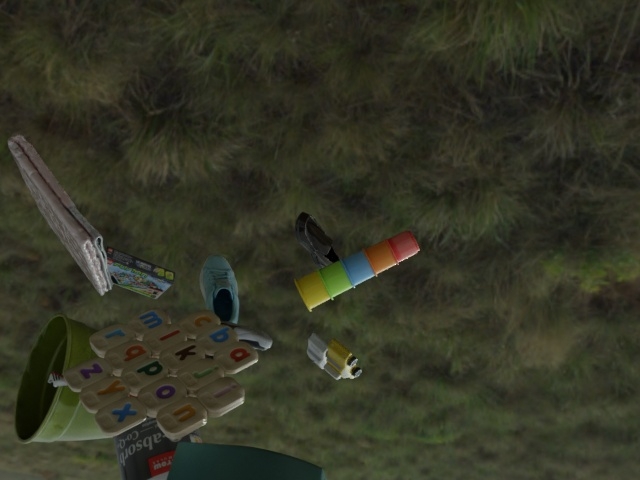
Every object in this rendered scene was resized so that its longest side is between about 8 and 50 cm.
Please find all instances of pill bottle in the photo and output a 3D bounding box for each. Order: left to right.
[{"bbox_3d":[-0.391,0.550,1.580,0.210,0.363,0.210,-18,145,-13],"label":"pill bottle"}]

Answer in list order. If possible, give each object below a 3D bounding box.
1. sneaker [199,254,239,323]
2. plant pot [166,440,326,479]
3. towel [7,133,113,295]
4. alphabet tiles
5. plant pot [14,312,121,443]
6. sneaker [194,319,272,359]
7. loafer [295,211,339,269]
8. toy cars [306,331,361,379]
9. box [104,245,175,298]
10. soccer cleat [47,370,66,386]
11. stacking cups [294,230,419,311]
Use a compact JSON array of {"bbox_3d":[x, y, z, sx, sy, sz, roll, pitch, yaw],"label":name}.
[{"bbox_3d":[-0.332,0.175,2.179,0.135,0.366,0.150,4,140,-24],"label":"sneaker"},{"bbox_3d":[-0.106,0.423,0.972,0.234,0.166,0.165,-4,128,11],"label":"plant pot"},{"bbox_3d":[-0.601,-0.050,1.495,0.317,0.053,0.332,50,156,12],"label":"towel"},{"bbox_3d":[-0.259,0.211,1.051,0.284,0.278,0.021,32,133,38],"label":"alphabet tiles"},{"bbox_3d":[-0.660,0.439,1.895,0.353,0.367,0.366,23,152,-35],"label":"plant pot"},{"bbox_3d":[-0.279,0.335,1.963,0.268,0.153,0.101,11,178,21],"label":"sneaker"},{"bbox_3d":[0.000,0.000,1.819,0.078,0.080,0.220,1,141,32],"label":"loafer"},{"bbox_3d":[0.027,0.400,2.130,0.176,0.087,0.393,49,165,-10],"label":"toy cars"},{"bbox_3d":[-0.521,0.092,1.758,0.207,0.036,0.114,25,136,-29],"label":"box"},{"bbox_3d":[-0.668,0.364,1.636,0.083,0.036,0.029,15,159,26],"label":"soccer cleat"},{"bbox_3d":[0.091,0.062,1.590,0.316,0.096,0.096,-29,149,0],"label":"stacking cups"}]
